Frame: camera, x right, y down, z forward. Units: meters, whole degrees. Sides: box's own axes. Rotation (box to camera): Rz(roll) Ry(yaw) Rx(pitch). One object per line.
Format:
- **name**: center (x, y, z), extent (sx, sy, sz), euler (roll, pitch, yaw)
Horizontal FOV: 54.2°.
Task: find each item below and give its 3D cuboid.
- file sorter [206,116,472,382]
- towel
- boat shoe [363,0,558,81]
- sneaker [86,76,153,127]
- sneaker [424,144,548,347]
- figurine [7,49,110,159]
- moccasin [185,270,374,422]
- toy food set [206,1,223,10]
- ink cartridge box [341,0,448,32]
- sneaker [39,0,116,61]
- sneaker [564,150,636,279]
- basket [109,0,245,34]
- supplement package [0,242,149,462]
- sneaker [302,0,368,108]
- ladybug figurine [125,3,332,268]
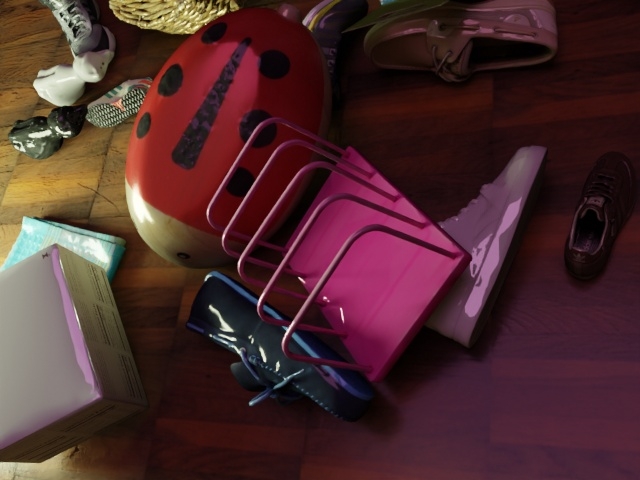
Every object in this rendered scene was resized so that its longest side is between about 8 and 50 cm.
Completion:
- **file sorter**: center (0.000, 0.000, 0.808), extent (0.202, 0.182, 0.291), euler (-57, 41, 17)
- **towel**: center (-0.519, 0.138, 1.120), extent (0.271, 0.040, 0.370), euler (12, 71, 28)
- **boat shoe**: center (0.214, -0.307, 0.984), extent (0.302, 0.109, 0.098), euler (-2, 64, 16)
- **sneaker**: center (-0.404, -0.286, 1.274), extent (0.161, 0.057, 0.075), euler (-18, 39, 19)
- **sneaker**: center (0.187, -0.021, 0.855), extent (0.169, 0.108, 0.292), euler (22, 78, 27)
- **figurine**: center (-0.507, -0.279, 1.249), extent (0.209, 0.092, 0.215), euler (-6, 62, 43)
- **moccasin**: center (-0.067, 0.165, 0.878), extent (0.342, 0.138, 0.117), euler (29, 84, 46)
- **toy food set**: center (-0.208, -0.517, 1.308), extent (0.192, 0.038, 0.132), euler (-21, 54, 25)
- **ink cartridge box**: center (0.154, -0.427, 0.964), extent (0.189, 0.097, 0.255), euler (1, 35, 41)
- **sneaker**: center (-0.545, -0.490, 1.364), extent (0.101, 0.153, 0.268), euler (-32, 58, 6)
- **sneaker**: center (0.366, -0.043, 0.809), extent (0.066, 0.071, 0.188), euler (13, 72, 28)
- **basket**: center (-0.256, -0.522, 1.256), extent (0.299, 0.223, 0.213), euler (11, 104, 40)
- **supplement package**: center (-0.423, 0.177, 0.965), extent (0.204, 0.145, 0.262), euler (-27, 66, 2)
- **sneaker**: center (0.000, -0.292, 1.080), extent (0.121, 0.111, 0.300), euler (34, 86, 19)
- **ladybug figurine**: center (-0.155, -0.162, 0.965), extent (0.305, 0.162, 0.449), euler (28, 99, 11)
